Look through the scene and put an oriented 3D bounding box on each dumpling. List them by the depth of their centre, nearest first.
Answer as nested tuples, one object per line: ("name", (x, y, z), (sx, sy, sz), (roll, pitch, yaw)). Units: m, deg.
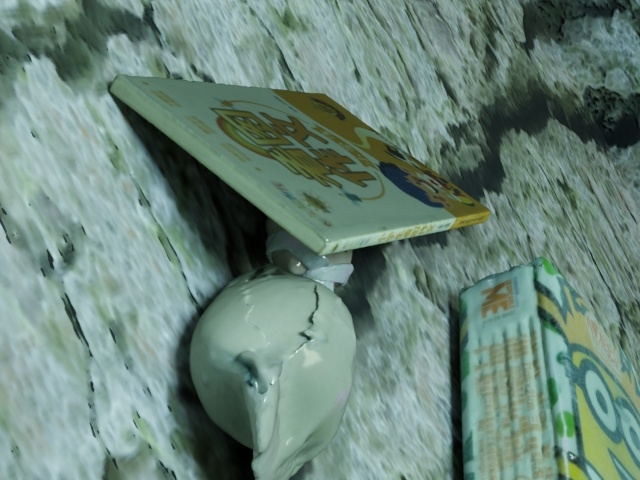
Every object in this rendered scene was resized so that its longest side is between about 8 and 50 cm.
("dumpling", (-0.025, 0.091, 0.610), (0.188, 0.108, 0.127), (-96, 172, -61))

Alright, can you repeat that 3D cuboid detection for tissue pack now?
("tissue pack", (0.235, 0.203, 0.894), (0.228, 0.128, 0.311), (44, 35, -34))

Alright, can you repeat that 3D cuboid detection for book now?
("book", (0.001, -0.065, 0.742), (0.208, 0.020, 0.295), (38, 22, 21))

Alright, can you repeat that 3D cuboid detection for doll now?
("doll", (0.000, 0.000, 0.727), (0.073, 0.084, 0.127), (46, 25, -51))
